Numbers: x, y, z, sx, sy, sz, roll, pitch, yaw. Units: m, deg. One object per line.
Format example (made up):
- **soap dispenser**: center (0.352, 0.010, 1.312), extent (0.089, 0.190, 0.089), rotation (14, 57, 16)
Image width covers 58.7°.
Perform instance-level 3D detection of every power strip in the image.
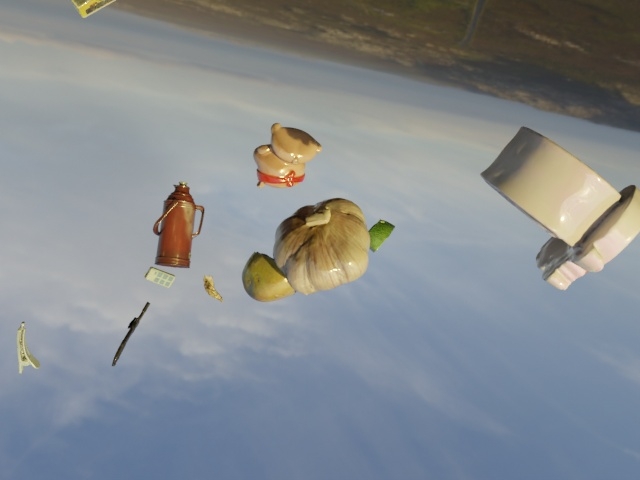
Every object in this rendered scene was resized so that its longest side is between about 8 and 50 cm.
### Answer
- **power strip**: center (-0.464, 0.106, 1.647), extent (0.090, 0.040, 0.016), rotation (28, -171, -38)

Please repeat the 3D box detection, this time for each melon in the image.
- **melon**: center (0.191, -0.017, 1.887), extent (0.064, 0.118, 0.209), rotation (37, 179, 5)

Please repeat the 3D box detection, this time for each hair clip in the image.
- **hair clip**: center (-0.590, 0.215, 1.145), extent (0.039, 0.115, 0.030), rotation (-1, -148, -17)

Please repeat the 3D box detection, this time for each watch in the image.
- **watch**: center (0.365, -0.057, 0.920), extent (0.231, 0.196, 0.244), rotation (38, -166, 5)

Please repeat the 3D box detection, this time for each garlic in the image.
- **garlic**: center (0.003, 0.012, 1.691), extent (0.241, 0.322, 0.322), rotation (49, 180, -25)

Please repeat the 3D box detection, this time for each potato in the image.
- **potato**: center (-0.178, 0.138, 1.811), extent (0.202, 0.182, 0.117), rotation (26, -123, 36)

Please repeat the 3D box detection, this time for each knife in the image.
- **knife**: center (-0.487, 0.227, 1.467), extent (0.021, 0.045, 0.222), rotation (22, -142, -6)

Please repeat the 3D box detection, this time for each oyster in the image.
- **oyster**: center (-0.329, 0.149, 1.729), extent (0.093, 0.034, 0.051), rotation (58, -170, 18)

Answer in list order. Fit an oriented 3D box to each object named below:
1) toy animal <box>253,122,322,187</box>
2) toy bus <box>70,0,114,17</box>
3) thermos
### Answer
- **toy animal**: center (-0.104, -0.236, 1.665), extent (0.171, 0.198, 0.171), rotation (17, -133, -19)
- **toy bus**: center (-0.496, -0.623, 1.359), extent (0.081, 0.226, 0.074), rotation (51, 165, -2)
- **thermos**: center (-0.379, -0.044, 1.531), extent (0.124, 0.232, 0.099), rotation (6, 171, 2)
